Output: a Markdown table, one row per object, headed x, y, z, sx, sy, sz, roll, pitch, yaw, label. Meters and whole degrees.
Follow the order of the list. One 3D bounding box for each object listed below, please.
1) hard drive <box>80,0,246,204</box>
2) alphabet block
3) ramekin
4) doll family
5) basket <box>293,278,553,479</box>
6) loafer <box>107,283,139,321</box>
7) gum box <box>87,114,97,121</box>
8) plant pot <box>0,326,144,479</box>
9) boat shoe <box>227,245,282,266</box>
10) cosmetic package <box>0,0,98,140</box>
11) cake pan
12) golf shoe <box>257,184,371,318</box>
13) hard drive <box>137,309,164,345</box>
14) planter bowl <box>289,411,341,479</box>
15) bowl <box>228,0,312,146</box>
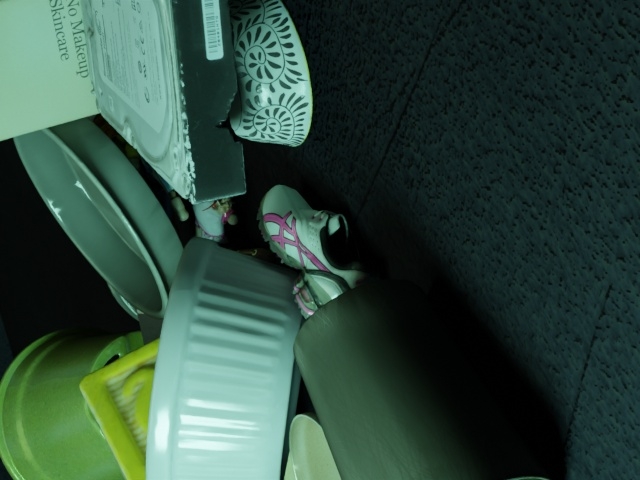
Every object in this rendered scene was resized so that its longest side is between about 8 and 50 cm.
| x | y | z | sx | sy | sz | roll | pitch | yaw | label |
| --- | --- | --- | --- | --- | --- | --- | --- | --- | --- |
| -0.165 | -0.198 | 1.474 | 0.339 | 0.064 | 0.237 | -137 | 39 | -59 | hard drive |
| -0.137 | 0.234 | 1.740 | 0.192 | 0.193 | 0.197 | 52 | 165 | 38 | alphabet block |
| -0.087 | 0.140 | 1.504 | 0.273 | 0.127 | 0.273 | 9 | -90 | -88 | ramekin |
| -0.199 | -0.089 | 1.781 | 0.263 | 0.118 | 0.163 | 55 | 155 | 35 | doll family |
| 0.077 | 0.157 | 1.263 | 0.204 | 0.154 | 0.227 | 103 | 147 | -52 | basket |
| -0.243 | 0.001 | 1.994 | 0.087 | 0.094 | 0.251 | -25 | 97 | 36 | loafer |
| -0.303 | -0.154 | 2.068 | 0.107 | 0.062 | 0.188 | 49 | 149 | 46 | gum box |
| -0.285 | 0.235 | 2.116 | 0.254 | 0.276 | 0.276 | -24 | 84 | 57 | plant pot |
| -0.094 | 0.043 | 1.713 | 0.207 | 0.073 | 0.073 | 1 | 70 | 65 | boat shoe |
| -0.300 | -0.217 | 1.666 | 0.113 | 0.309 | 0.160 | 40 | 143 | 55 | cosmetic package |
| -0.253 | -0.039 | 1.776 | 0.293 | 0.054 | 0.293 | 45 | 160 | 22 | cake pan |
| 0.000 | 0.000 | 1.459 | 0.086 | 0.067 | 0.186 | -55 | 42 | 24 | golf shoe |
| -0.157 | 0.125 | 1.873 | 0.135 | 0.022 | 0.094 | 2 | 115 | 25 | hard drive |
| 0.054 | 0.222 | 1.419 | 0.162 | 0.109 | 0.162 | 52 | 152 | 43 | planter bowl |
| -0.080 | -0.165 | 1.482 | 0.170 | 0.080 | 0.170 | 49 | 149 | 45 | bowl |
